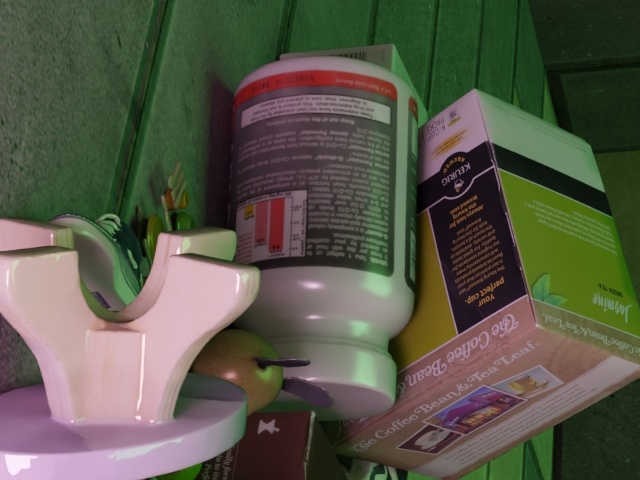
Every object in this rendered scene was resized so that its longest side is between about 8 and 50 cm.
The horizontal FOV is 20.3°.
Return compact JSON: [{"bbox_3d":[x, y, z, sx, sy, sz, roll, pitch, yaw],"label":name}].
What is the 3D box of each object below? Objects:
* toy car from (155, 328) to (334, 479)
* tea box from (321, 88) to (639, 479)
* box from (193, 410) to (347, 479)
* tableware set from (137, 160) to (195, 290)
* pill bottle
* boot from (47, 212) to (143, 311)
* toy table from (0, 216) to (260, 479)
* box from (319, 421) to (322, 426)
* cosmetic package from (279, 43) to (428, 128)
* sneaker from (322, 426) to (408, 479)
[{"bbox_3d":[-0.088,0.140,1.643,0.155,0.188,0.149,59,31,-58],"label":"toy car"},{"bbox_3d":[0.164,0.061,2.076,0.220,0.329,0.323,20,48,-40],"label":"tea box"},{"bbox_3d":[-0.031,0.360,1.892,0.381,0.143,0.191,70,23,-49],"label":"box"},{"bbox_3d":[-0.155,-0.001,1.751,0.154,0.024,0.104,-74,158,-53],"label":"tableware set"},{"bbox_3d":[0.000,0.000,1.949,0.210,0.210,0.363,50,40,-64],"label":"pill bottle"},{"bbox_3d":[-0.198,0.007,1.536,0.190,0.069,0.086,74,11,-59],"label":"boot"},{"bbox_3d":[-0.158,0.078,1.353,0.274,0.252,0.161,-17,113,-65],"label":"toy table"},{"bbox_3d":[-0.027,0.269,2.073,0.059,0.054,0.169,9,77,-74],"label":"box"},{"bbox_3d":[0.039,-0.131,2.222,0.183,0.151,0.151,55,35,-59],"label":"cosmetic package"},{"bbox_3d":[0.050,0.232,2.199,0.153,0.094,0.235,51,16,-50],"label":"sneaker"}]
